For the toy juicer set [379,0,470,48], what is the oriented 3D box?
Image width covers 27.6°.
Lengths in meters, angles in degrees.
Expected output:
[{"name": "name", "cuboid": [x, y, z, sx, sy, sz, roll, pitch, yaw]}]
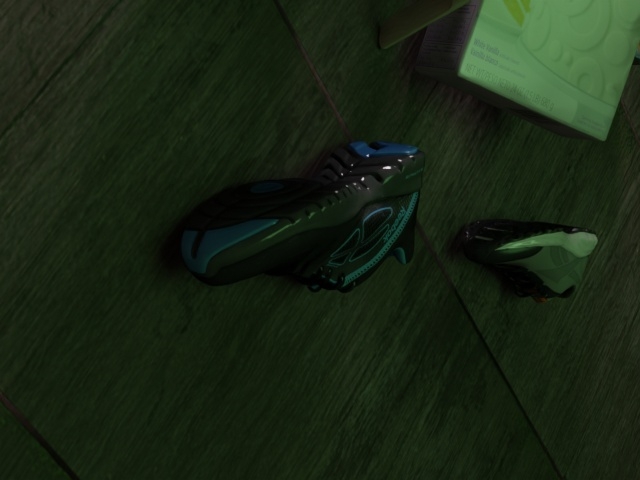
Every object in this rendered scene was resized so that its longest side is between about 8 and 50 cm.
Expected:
[{"name": "toy juicer set", "cuboid": [0.178, -0.369, 1.419, 0.089, 0.209, 0.329, 12, 84, -43]}]

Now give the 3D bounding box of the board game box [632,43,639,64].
[{"name": "board game box", "cuboid": [0.411, -0.315, 1.835, 0.194, 0.060, 0.194, -43, 125, -40]}]

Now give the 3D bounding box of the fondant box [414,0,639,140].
[{"name": "fondant box", "cuboid": [0.277, -0.311, 1.537, 0.238, 0.096, 0.330, 19, 89, -30]}]

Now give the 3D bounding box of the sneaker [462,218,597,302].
[{"name": "sneaker", "cuboid": [0.274, 0.028, 1.675, 0.272, 0.100, 0.108, 5, 95, -52]}]

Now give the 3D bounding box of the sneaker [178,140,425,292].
[{"name": "sneaker", "cuboid": [0.000, 0.000, 1.307, 0.341, 0.125, 0.139, -22, 116, -46]}]
